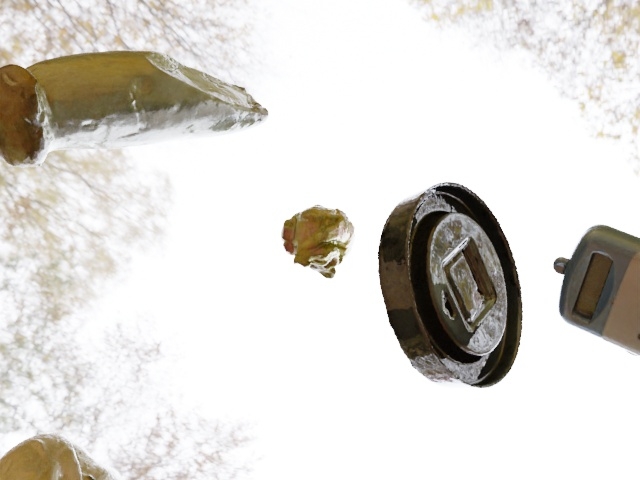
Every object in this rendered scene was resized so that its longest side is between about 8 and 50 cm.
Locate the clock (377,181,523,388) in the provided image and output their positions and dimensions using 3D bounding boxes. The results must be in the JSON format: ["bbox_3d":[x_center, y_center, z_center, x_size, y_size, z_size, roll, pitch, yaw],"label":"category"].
[{"bbox_3d":[0.138,0.047,0.832,0.042,0.215,0.214,-16,-119,39],"label":"clock"}]

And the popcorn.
[{"bbox_3d":[0.000,-0.002,1.064,0.097,0.109,0.089,-4,-121,-22],"label":"popcorn"}]

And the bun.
[{"bbox_3d":[-0.238,0.304,0.755,0.116,0.210,0.237,-8,-71,16],"label":"bun"}]

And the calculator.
[{"bbox_3d":[0.324,0.063,0.776,0.210,0.121,0.039,25,-142,23],"label":"calculator"}]

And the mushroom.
[{"bbox_3d":[-0.193,-0.150,0.860,0.087,0.333,0.107,44,-49,32],"label":"mushroom"}]
